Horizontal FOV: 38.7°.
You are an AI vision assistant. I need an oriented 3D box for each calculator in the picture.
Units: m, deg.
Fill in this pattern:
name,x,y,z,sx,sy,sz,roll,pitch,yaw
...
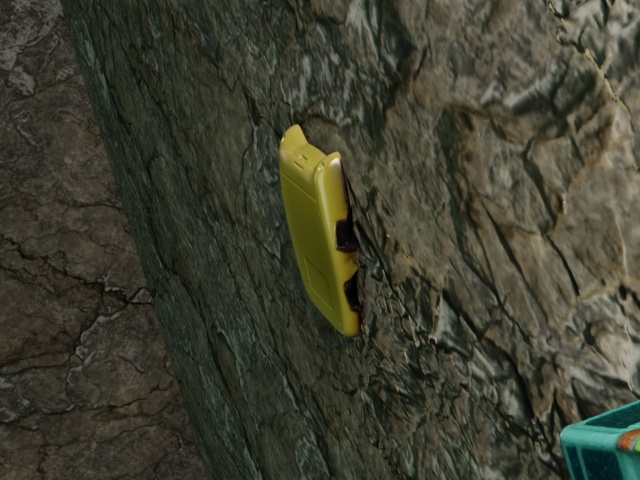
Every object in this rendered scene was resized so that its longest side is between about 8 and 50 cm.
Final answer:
name,x,y,z,sx,sy,sz,roll,pitch,yaw
calculator,0.000,0.000,0.999,0.157,0.033,0.236,40,145,57

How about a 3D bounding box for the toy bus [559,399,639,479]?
name,x,y,z,sx,sy,sz,roll,pitch,yaw
toy bus,0.213,0.191,0.404,0.147,0.128,0.255,154,101,-73
